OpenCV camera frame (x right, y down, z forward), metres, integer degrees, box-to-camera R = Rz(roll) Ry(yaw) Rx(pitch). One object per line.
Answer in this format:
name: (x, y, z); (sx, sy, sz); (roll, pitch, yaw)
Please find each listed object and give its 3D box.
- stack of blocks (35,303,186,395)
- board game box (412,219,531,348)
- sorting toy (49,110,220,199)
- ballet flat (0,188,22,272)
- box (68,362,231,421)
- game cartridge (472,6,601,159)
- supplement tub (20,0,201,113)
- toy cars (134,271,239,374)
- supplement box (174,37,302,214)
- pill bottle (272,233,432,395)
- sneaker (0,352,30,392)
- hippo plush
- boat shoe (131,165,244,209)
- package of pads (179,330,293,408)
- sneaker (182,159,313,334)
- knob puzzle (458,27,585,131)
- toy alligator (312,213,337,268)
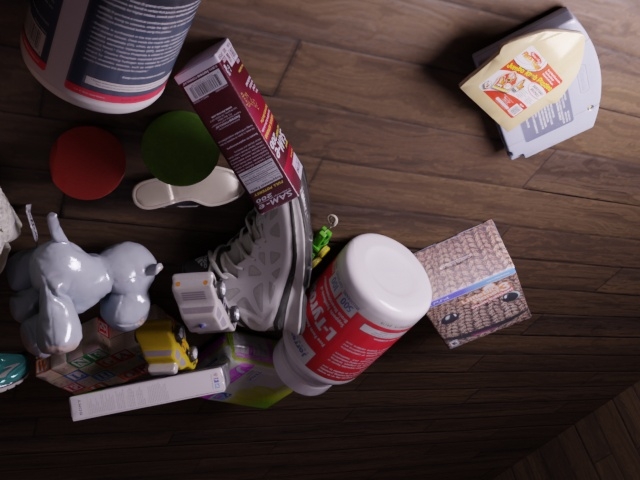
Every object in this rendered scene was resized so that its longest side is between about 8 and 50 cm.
stack of blocks: (-0.485, 0.255, 1.586); (0.297, 0.087, 0.171); (-23, 143, 10)
board game box: (0.366, 0.117, 1.675); (0.232, 0.141, 0.291); (-24, 144, 12)
sorting toy: (-0.261, -0.138, 1.163); (0.365, 0.127, 0.126); (-11, 173, -11)
ballet flat: (-0.606, -0.001, 1.194); (0.147, 0.147, 0.409); (13, 138, -34)
box: (-0.368, 0.335, 1.523); (0.322, 0.059, 0.232); (-9, 173, -5)
game cartridge: (0.405, -0.278, 1.238); (0.198, 0.062, 0.297); (-28, 142, 10)
supplement tub: (-0.245, -0.310, 0.831); (0.191, 0.191, 0.272); (9, 138, -30)
toy cars: (-0.280, 0.196, 1.395); (0.176, 0.087, 0.393); (21, 139, -23)
supplement box: (-0.116, -0.173, 1.032); (0.073, 0.130, 0.239); (-25, 114, 13)
pill bottle: (0.055, 0.189, 1.579); (0.229, 0.229, 0.408); (10, 136, -31)
sneaker: (-0.769, 0.267, 1.489); (0.275, 0.107, 0.110); (14, 117, -43)
hippo plush: (-0.447, 0.070, 1.305); (0.236, 0.234, 0.294); (-6, 104, -43)
boat shoe: (-0.242, -0.097, 1.249); (0.206, 0.075, 0.065); (-9, -171, -18)
package of pads: (-0.189, 0.346, 1.810); (0.296, 0.101, 0.229); (21, 132, -41)
sneaker: (-0.151, 0.033, 1.349); (0.257, 0.169, 0.448); (0, 133, -5)
knob puzzle: (0.350, -0.285, 1.138); (0.213, 0.030, 0.213); (-9, 143, -7)
toy alligator: (0.000, 0.000, 1.462); (0.051, 0.056, 0.190); (-39, 169, -48)
